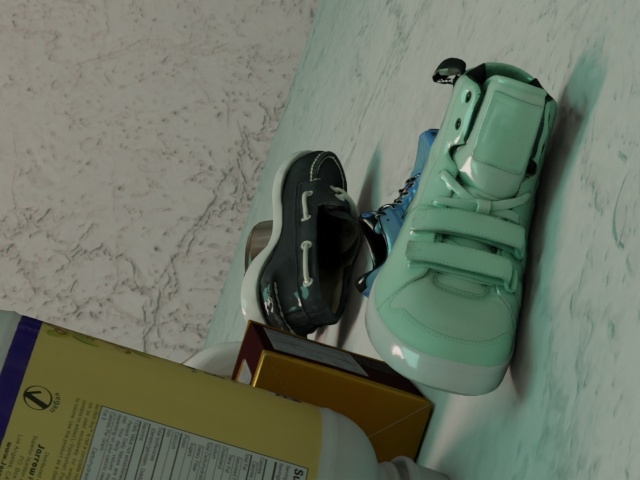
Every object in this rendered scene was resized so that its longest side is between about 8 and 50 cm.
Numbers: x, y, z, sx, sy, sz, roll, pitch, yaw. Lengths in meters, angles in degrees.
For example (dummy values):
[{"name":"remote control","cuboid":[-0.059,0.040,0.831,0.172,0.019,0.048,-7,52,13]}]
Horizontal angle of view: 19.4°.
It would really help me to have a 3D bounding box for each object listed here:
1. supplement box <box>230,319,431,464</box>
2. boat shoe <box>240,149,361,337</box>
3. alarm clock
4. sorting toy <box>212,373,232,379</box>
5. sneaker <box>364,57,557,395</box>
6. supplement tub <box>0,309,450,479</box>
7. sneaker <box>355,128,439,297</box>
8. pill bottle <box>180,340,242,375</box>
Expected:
[{"name":"supplement box","cuboid":[-0.018,0.179,1.430,0.194,0.129,0.191,-136,64,-83]},{"name":"boat shoe","cuboid":[0.000,0.000,1.953,0.091,0.114,0.302,-18,35,24]},{"name":"alarm clock","cuboid":[-0.043,0.022,2.057,0.129,0.064,0.192,35,-128,-70]},{"name":"sorting toy","cuboid":[-0.103,0.242,1.611,0.257,0.089,0.255,8,-98,-53]},{"name":"sneaker","cuboid":[0.093,-0.021,1.175,0.256,0.094,0.151,-79,3,-59]},{"name":"supplement tub","cuboid":[-0.103,0.199,1.203,0.241,0.331,0.241,-162,90,-83]},{"name":"sneaker","cuboid":[0.069,-0.020,1.487,0.063,0.073,0.162,122,164,-66]},{"name":"pill bottle","cuboid":[-0.095,0.190,1.908,0.278,0.162,0.162,139,148,-79]}]
